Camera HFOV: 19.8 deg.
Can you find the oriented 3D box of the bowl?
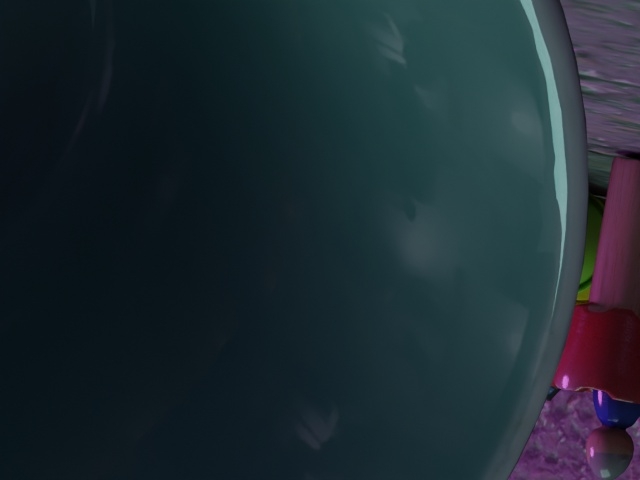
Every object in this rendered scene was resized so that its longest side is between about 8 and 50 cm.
[{"bbox_3d":[-0.116,-0.012,0.391,0.311,0.311,0.163,12,-151,-31],"label":"bowl"}]

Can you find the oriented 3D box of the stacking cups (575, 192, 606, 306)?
[{"bbox_3d":[0.157,-0.010,1.376,0.096,0.096,0.316,10,177,25],"label":"stacking cups"}]

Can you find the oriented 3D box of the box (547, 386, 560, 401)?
[{"bbox_3d":[0.081,0.017,1.353,0.233,0.044,0.159,34,-167,-42],"label":"box"}]

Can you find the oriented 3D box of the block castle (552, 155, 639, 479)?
[{"bbox_3d":[0.386,0.090,1.222,0.303,0.213,0.453,9,178,43],"label":"block castle"}]
